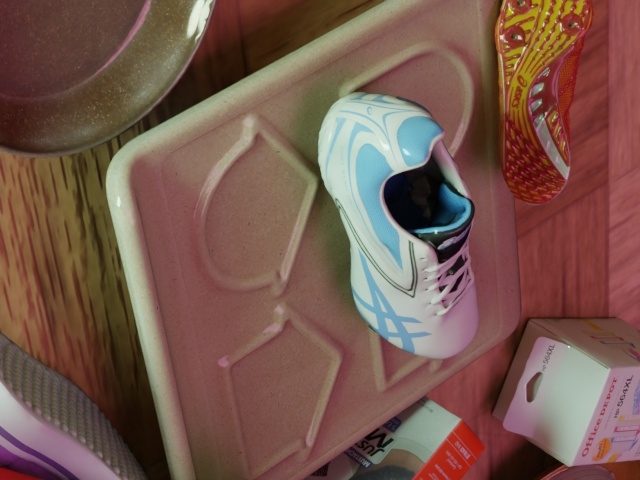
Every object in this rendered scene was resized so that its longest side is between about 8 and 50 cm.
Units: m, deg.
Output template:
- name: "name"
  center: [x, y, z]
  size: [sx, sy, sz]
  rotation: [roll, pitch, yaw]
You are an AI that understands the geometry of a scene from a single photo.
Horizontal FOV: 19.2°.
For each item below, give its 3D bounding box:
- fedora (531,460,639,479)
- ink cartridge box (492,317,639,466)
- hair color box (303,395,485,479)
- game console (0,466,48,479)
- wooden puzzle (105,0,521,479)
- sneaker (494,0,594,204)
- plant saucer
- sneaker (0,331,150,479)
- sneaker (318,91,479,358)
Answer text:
- name: "fedora"
  center: [0.222, 0.259, 1.606]
  size: [0.194, 0.079, 0.194]
  rotation: [-22, 141, -19]
- name: "ink cartridge box"
  center: [0.217, 0.122, 1.534]
  size: [0.143, 0.090, 0.092]
  rotation: [1, 114, -46]
- name: "hair color box"
  center: [0.030, 0.184, 1.383]
  size: [0.167, 0.093, 0.053]
  rotation: [-51, 139, -9]
- name: "game console"
  center: [-0.305, 0.239, 1.050]
  size: [0.342, 0.060, 0.386]
  rotation: [-42, 142, 17]
- name: "wooden puzzle"
  center: [0.000, 0.000, 1.256]
  size: [0.348, 0.080, 0.322]
  rotation: [-35, 135, -31]
- name: "sneaker"
  center: [0.142, -0.113, 1.261]
  size: [0.064, 0.067, 0.175]
  rotation: [7, 103, -1]
- name: "plant saucer"
  center: [-0.141, -0.143, 1.049]
  size: [0.199, 0.036, 0.198]
  rotation: [-24, 129, -33]
- name: "sneaker"
  center: [-0.203, 0.155, 1.147]
  size: [0.161, 0.102, 0.282]
  rotation: [-38, 141, 2]
- name: "sneaker"
  center: [0.064, 0.003, 1.196]
  size: [0.085, 0.086, 0.237]
  rotation: [-48, 142, -21]
